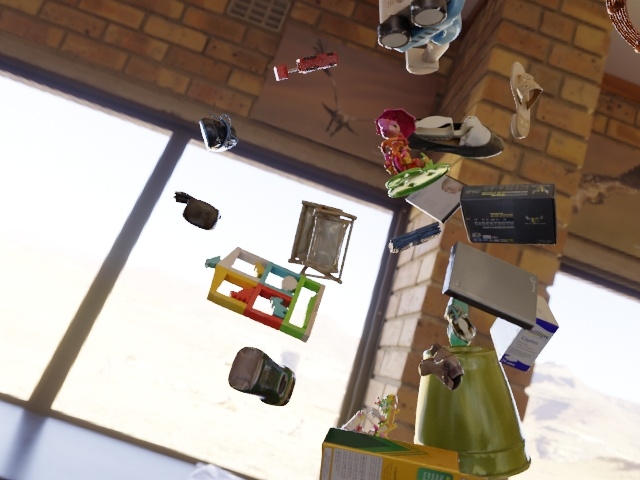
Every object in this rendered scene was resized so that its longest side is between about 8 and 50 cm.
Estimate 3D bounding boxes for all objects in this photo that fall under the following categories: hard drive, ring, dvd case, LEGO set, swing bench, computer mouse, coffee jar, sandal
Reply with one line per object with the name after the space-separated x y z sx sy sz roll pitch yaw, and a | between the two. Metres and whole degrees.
0.253 0.065 0.741 0.135 0.094 0.022 24 -38 -1 | hard drive
0.877 -0.573 1.293 0.336 0.032 0.336 46 1 -2 | ring
0.477 -0.185 2.033 0.022 0.180 0.253 42 2 -36 | dvd case
0.139 0.517 1.447 0.107 0.287 0.132 50 -36 0 | LEGO set
0.000 0.000 1.848 0.165 0.253 0.255 11 8 -15 | swing bench
-0.402 -0.108 1.691 0.189 0.072 0.272 26 9 -20 | computer mouse
-0.122 0.303 1.104 0.079 0.096 0.184 5 -26 27 | coffee jar
0.622 -0.425 1.494 0.088 0.239 0.079 10 -10 -35 | sandal

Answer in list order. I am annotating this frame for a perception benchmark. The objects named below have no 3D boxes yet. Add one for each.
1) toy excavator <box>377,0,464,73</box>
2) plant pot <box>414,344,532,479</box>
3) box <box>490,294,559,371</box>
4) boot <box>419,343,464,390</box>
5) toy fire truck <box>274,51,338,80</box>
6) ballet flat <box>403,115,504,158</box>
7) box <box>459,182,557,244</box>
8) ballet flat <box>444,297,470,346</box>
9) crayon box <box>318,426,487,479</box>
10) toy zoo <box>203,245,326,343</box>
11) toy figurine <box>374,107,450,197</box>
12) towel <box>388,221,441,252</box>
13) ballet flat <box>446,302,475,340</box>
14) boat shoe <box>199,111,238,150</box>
0.364 -0.726 1.717 0.446 0.222 0.433 6 -12 -37 | toy excavator
0.471 0.528 1.634 0.367 0.352 0.366 -3 -6 0 | plant pot
0.456 0.199 1.135 0.072 0.137 0.126 22 26 -2 | box
0.251 0.274 1.043 0.087 0.042 0.118 53 -32 39 | boot
-0.049 -0.594 1.715 0.192 0.047 0.135 -19 15 -19 | toy fire truck
0.336 -0.262 1.258 0.281 0.095 0.096 1 -26 -4 | ballet flat
0.507 -0.068 1.351 0.233 0.059 0.183 1 -41 27 | box
0.504 0.296 1.885 0.083 0.247 0.087 33 -50 -21 | ballet flat
0.157 0.521 1.026 0.323 0.202 0.083 7 6 13 | crayon box
-0.141 0.114 1.199 0.294 0.192 0.030 24 -56 -3 | toy zoo
0.151 -0.183 0.979 0.130 0.159 0.173 -31 -14 32 | toy figurine
0.215 -0.003 1.146 0.120 0.029 0.067 -21 -17 -3 | towel
0.439 0.270 1.550 0.070 0.070 0.188 6 -34 45 | ballet flat
-0.278 -0.303 1.397 0.089 0.108 0.258 -12 13 -4 | boat shoe
